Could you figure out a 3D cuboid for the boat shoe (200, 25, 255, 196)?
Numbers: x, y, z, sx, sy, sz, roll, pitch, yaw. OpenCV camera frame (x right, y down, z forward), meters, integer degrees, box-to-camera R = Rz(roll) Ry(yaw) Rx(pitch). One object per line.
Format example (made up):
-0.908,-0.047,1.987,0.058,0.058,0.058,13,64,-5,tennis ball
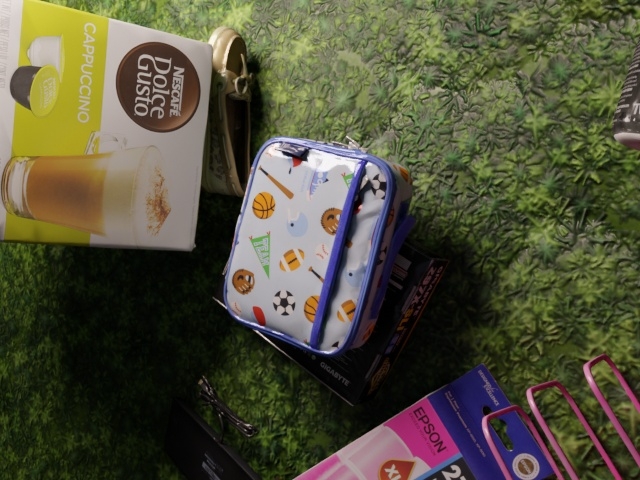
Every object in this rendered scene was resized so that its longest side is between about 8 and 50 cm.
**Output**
-0.151,-0.219,1.118,0.089,0.104,0.285,12,105,26,boat shoe

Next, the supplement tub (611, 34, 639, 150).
0.457,-0.241,0.698,0.193,0.193,0.316,20,99,29,supplement tub

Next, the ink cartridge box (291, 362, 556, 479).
0.123,0.346,0.922,0.371,0.069,0.176,-35,72,11,ink cartridge box

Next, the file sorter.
0.363,0.216,0.741,0.291,0.202,0.182,-35,67,23,file sorter

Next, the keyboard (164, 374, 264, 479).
-0.168,0.361,1.108,0.317,0.033,0.201,28,111,41,keyboard

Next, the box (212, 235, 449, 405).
0.003,0.062,1.028,0.322,0.079,0.257,32,103,27,box

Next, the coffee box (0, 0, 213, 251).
-0.406,-0.174,1.070,0.338,0.334,0.337,11,95,55,coffee box

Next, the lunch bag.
0.000,0.000,0.925,0.243,0.115,0.303,19,99,27,lunch bag

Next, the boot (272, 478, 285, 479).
-0.029,0.494,1.034,0.219,0.082,0.106,45,108,21,boot
